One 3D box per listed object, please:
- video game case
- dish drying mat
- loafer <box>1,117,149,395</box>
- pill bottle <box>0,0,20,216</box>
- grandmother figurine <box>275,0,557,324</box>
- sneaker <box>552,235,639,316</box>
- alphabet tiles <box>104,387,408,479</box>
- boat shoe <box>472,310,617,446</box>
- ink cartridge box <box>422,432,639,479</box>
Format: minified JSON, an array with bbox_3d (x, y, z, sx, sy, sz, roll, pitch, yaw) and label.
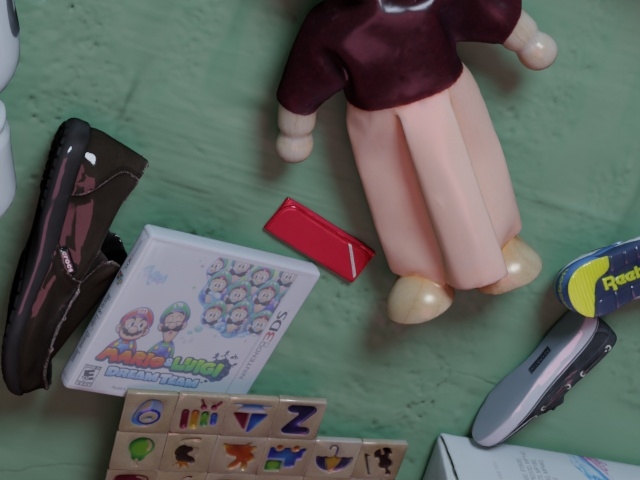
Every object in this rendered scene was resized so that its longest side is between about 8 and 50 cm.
[{"bbox_3d":[-0.096,0.063,1.254,0.157,0.019,0.143,14,118,-38],"label":"video game case"},{"bbox_3d":[0.000,0.000,1.269,0.083,0.008,0.032,32,111,-20],"label":"dish drying mat"},{"bbox_3d":[-0.178,0.022,1.219,0.078,0.080,0.220,14,115,-13],"label":"loafer"},{"bbox_3d":[-0.297,-0.180,1.031,0.204,0.204,0.361,-6,117,-3],"label":"pill bottle"},{"bbox_3d":[0.063,-0.110,1.170,0.208,0.104,0.342,-25,120,-3],"label":"grandmother figurine"},{"bbox_3d":[0.242,0.021,1.286,0.144,0.059,0.053,-13,91,-19],"label":"sneaker"},{"bbox_3d":[-0.056,0.198,1.338,0.237,0.009,0.198,4,125,-18],"label":"alphabet tiles"},{"bbox_3d":[0.177,0.114,1.326,0.040,0.049,0.142,34,107,-22],"label":"boat shoe"},{"bbox_3d":[0.217,0.300,1.381,0.306,0.131,0.226,12,116,-11],"label":"ink cartridge box"}]
